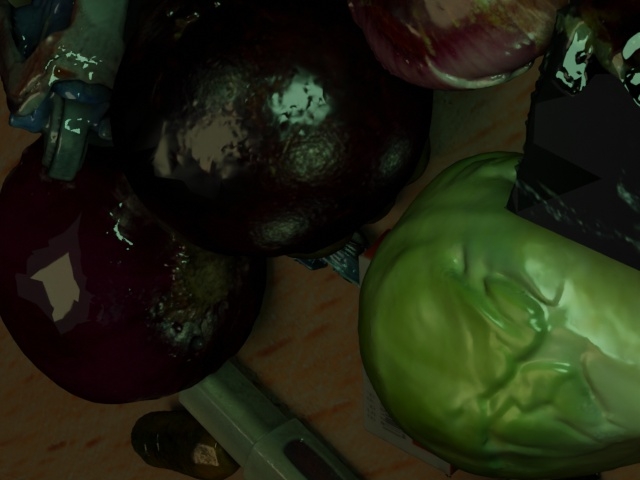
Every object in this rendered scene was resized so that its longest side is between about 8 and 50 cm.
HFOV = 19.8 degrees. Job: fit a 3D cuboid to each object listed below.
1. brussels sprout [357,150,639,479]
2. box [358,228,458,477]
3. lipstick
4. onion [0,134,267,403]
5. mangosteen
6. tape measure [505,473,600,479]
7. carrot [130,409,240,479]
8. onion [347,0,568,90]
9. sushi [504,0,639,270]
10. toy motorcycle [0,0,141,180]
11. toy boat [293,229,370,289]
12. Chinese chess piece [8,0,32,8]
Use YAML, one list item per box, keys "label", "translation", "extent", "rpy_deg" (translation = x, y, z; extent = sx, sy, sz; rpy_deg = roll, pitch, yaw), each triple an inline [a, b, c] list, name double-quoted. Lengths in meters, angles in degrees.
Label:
- label: "brussels sprout"
  translation: [0.187, 0.059, 1.482]
  extent: [0.344, 0.344, 0.268]
  rpy_deg: [-12, 75, 53]
- label: "box"
  translation: [0.097, 0.110, 1.811]
  extent: [0.123, 0.050, 0.229]
  rpy_deg: [24, 130, 37]
- label: "lipstick"
  translation: [-0.053, 0.235, 2.053]
  extent: [0.253, 0.079, 0.077]
  rpy_deg: [43, 141, 24]
- label: "onion"
  translation: [-0.230, 0.016, 1.972]
  extent: [0.282, 0.260, 0.336]
  rpy_deg: [28, 133, 43]
- label: "mangosteen"
  translation: [-0.041, -0.106, 1.633]
  extent: [0.297, 0.297, 0.293]
  rpy_deg: [17, 124, 43]
- label: "tape measure"
  translation: [0.131, 0.314, 1.766]
  extent: [0.125, 0.246, 0.243]
  rpy_deg: [59, 151, 8]
- label: "carrot"
  translation: [-0.151, 0.241, 2.172]
  extent: [0.173, 0.082, 0.082]
  rpy_deg: [-5, 110, 52]
- label: "onion"
  translation: [0.100, -0.231, 1.433]
  extent: [0.230, 0.163, 0.230]
  rpy_deg: [-2, 88, 42]
- label: "sushi"
  translation: [0.249, -0.119, 1.324]
  extent: [0.215, 0.227, 0.212]
  rpy_deg: [26, 124, 32]
- label: "toy motorcycle"
  translation: [-0.215, -0.221, 1.835]
  extent: [0.182, 0.319, 0.241]
  rpy_deg: [31, 128, -33]
- label: "toy boat"
  translation: [0.000, 0.000, 1.841]
  extent: [0.137, 0.060, 0.061]
  rpy_deg: [36, 120, 24]
- label: "Chinese chess piece"
  translation: [-0.387, -0.308, 2.031]
  extent: [0.250, 0.101, 0.250]
  rpy_deg: [40, 142, 41]
